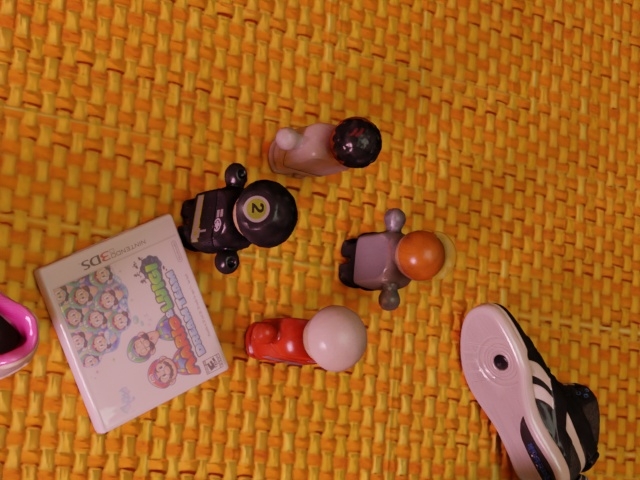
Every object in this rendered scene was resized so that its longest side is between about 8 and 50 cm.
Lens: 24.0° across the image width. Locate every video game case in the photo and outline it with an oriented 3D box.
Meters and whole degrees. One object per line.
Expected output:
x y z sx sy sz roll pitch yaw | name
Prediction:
-0.167 0.073 1.351 0.143 0.019 0.157 -26 100 -34 | video game case

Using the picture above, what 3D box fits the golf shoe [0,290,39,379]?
-0.353 0.033 1.153 0.306 0.140 0.115 21 75 -31 | golf shoe

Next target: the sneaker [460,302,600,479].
0.228 0.153 1.598 0.121 0.079 0.217 -28 99 -47 | sneaker

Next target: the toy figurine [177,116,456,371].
0.000 0.000 1.398 0.209 0.148 0.213 -38 106 -32 | toy figurine

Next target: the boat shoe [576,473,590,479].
0.234 0.281 1.596 0.142 0.049 0.040 -30 102 -31 | boat shoe
